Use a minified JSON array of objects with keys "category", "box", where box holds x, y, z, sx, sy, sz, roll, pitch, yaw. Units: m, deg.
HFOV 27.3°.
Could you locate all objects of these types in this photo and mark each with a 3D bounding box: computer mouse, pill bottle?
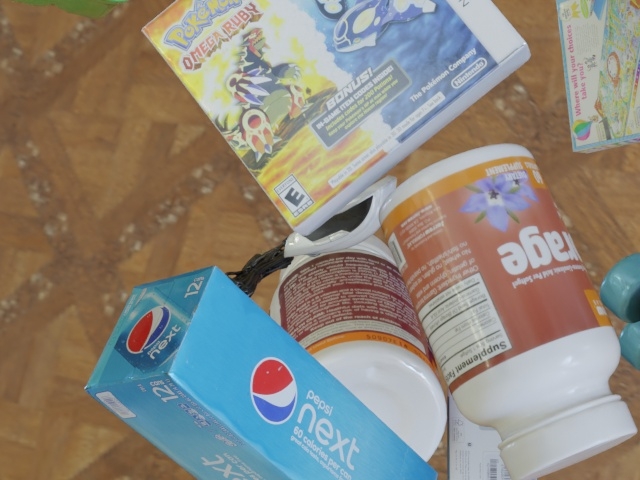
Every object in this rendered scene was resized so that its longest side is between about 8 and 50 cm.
[{"category":"computer mouse","box":[0.000,0.000,1.258,0.193,0.106,0.042,-30,91,27]},{"category":"pill bottle","box":[0.041,0.148,1.846,0.224,0.224,0.392,-43,22,16]},{"category":"pill bottle","box":[0.133,0.051,0.917,0.121,0.121,0.216,-30,72,24]}]

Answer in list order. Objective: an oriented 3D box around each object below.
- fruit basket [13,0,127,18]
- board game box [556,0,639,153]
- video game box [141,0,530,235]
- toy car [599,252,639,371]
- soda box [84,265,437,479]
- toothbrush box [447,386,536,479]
[{"category":"fruit basket","box":[-0.216,-0.292,0.893,0.327,0.353,0.165,11,68,-8]},{"category":"board game box","box":[0.283,-0.168,1.261,0.103,0.026,0.154,-10,82,42]},{"category":"video game box","box":[0.009,-0.139,0.920,0.205,0.048,0.187,-39,76,6]},{"category":"toy car","box":[0.464,0.081,1.392,0.238,0.210,0.219,-37,48,-5]},{"category":"soda box","box":[-0.025,0.108,0.729,0.067,0.210,0.071,-14,43,39]},{"category":"toothbrush box","box":[0.251,0.246,1.920,0.126,0.295,0.216,0,99,7]}]
